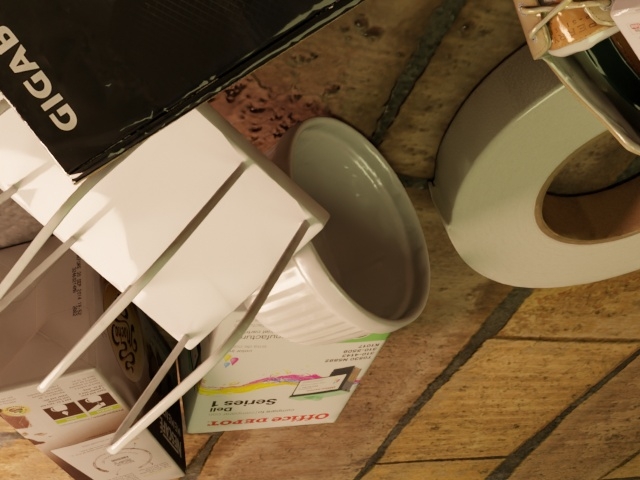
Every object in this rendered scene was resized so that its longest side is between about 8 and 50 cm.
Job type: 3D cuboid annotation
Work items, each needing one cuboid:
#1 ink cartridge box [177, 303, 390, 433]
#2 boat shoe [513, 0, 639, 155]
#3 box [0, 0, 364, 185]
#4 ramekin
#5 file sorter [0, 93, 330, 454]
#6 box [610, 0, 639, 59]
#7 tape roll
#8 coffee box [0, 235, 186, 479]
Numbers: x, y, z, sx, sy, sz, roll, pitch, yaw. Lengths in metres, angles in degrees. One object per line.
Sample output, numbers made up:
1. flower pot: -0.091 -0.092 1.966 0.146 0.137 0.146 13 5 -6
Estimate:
1. ink cartridge box: -0.047 0.111 0.962 0.201 0.117 0.278 0 142 -19
2. boat shoe: 0.198 -0.180 0.587 0.302 0.103 0.113 39 151 -23
3. box: -0.115 -0.224 0.394 0.257 0.079 0.322 -29 110 17
4. ramekin: 0.000 0.000 0.762 0.109 0.207 0.207 -27 143 31
5. file sorter: -0.175 -0.018 0.591 0.277 0.173 0.193 43 123 -8
6. box: 0.336 -0.160 0.607 0.058 0.232 0.322 5 156 47
7. tape roll: 0.311 -0.086 0.858 0.392 0.072 0.392 -10 144 -7
8. coffee box: -0.249 0.147 0.900 0.119 0.168 0.297 -14 144 0
